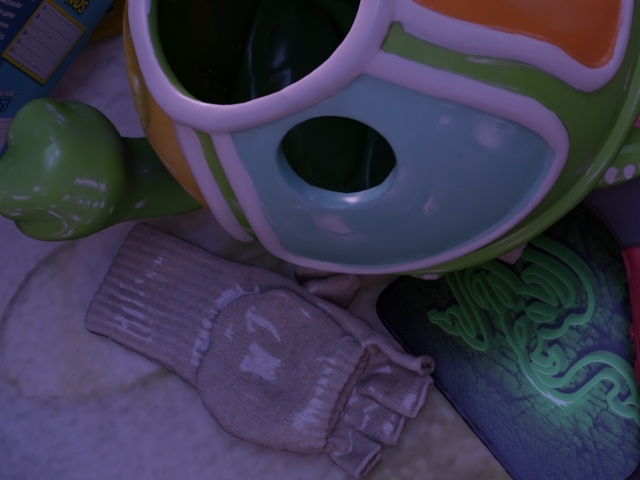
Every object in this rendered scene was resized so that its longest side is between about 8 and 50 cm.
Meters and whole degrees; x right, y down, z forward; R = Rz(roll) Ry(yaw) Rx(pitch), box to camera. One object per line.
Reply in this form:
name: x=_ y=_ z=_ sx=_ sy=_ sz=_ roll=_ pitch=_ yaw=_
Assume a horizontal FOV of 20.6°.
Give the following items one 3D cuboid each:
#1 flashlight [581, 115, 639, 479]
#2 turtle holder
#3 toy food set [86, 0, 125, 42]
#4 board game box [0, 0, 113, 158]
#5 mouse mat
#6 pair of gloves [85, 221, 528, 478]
flashlight: x=0.179 y=0.043 z=0.941 sx=0.103 sy=0.103 sz=0.304 roll=-11 pitch=73 yaw=33
turtle holder: x=-0.004 y=-0.105 z=0.879 sx=0.320 sy=0.227 sz=0.243 roll=7 pitch=91 yaw=30
toy food set: x=-0.159 y=-0.233 z=1.077 sx=0.128 sy=0.071 sz=0.218 roll=-10 pitch=74 yaw=5
board game box: x=-0.221 y=-0.114 z=0.917 sx=0.079 sy=0.254 sz=0.336 roll=38 pitch=99 yaw=16
mouse mat: x=0.143 y=0.058 z=0.995 sx=0.152 sy=0.007 sz=0.190 roll=-39 pitch=73 yaw=-4
pair of gloves: x=0.000 y=0.000 z=1.007 sx=0.204 sy=0.042 sz=0.240 roll=32 pitch=82 yaw=16
